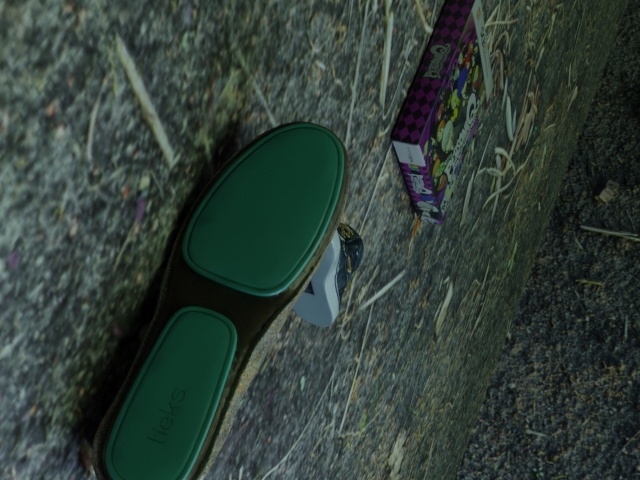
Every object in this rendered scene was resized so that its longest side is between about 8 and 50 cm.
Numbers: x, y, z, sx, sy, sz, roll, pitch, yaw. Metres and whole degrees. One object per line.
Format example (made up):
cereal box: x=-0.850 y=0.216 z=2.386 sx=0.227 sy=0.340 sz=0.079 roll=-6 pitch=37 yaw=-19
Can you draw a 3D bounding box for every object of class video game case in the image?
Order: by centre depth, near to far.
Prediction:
video game case: x=0.163 y=-0.168 z=1.189 sx=0.232 sy=0.041 sz=0.210 roll=-67 pitch=156 yaw=-19

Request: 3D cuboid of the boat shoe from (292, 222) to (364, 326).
boat shoe: x=0.000 y=0.000 z=0.873 sx=0.183 sy=0.065 sz=0.083 roll=86 pitch=26 yaw=-55

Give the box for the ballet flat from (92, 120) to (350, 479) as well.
ballet flat: x=-0.075 y=0.052 z=0.692 sx=0.316 sy=0.107 sz=0.106 roll=-60 pitch=175 yaw=-21
